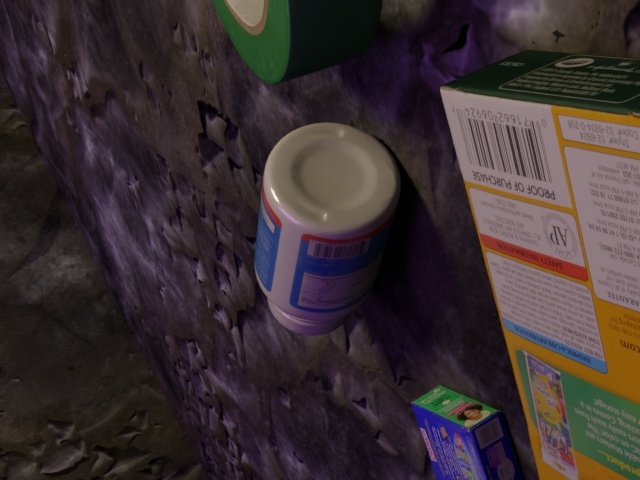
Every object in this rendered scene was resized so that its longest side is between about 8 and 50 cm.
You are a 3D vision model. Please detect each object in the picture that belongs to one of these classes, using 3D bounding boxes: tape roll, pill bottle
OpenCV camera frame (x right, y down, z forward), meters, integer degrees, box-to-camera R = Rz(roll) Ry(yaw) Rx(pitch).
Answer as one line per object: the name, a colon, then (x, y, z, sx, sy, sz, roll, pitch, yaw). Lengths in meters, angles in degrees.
tape roll: (-0.051, -0.284, 0.872, 0.321, 0.077, 0.321, 161, 90, -79)
pill bottle: (0.000, 0.000, 1.077, 0.124, 0.124, 0.221, 55, 157, 23)

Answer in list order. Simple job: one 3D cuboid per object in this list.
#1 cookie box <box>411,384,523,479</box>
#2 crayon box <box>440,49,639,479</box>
cookie box: (0.140, 0.196, 1.083, 0.107, 0.040, 0.092, 14, 127, 63)
crayon box: (0.199, 0.047, 0.722, 0.203, 0.083, 0.323, 23, 134, 60)
